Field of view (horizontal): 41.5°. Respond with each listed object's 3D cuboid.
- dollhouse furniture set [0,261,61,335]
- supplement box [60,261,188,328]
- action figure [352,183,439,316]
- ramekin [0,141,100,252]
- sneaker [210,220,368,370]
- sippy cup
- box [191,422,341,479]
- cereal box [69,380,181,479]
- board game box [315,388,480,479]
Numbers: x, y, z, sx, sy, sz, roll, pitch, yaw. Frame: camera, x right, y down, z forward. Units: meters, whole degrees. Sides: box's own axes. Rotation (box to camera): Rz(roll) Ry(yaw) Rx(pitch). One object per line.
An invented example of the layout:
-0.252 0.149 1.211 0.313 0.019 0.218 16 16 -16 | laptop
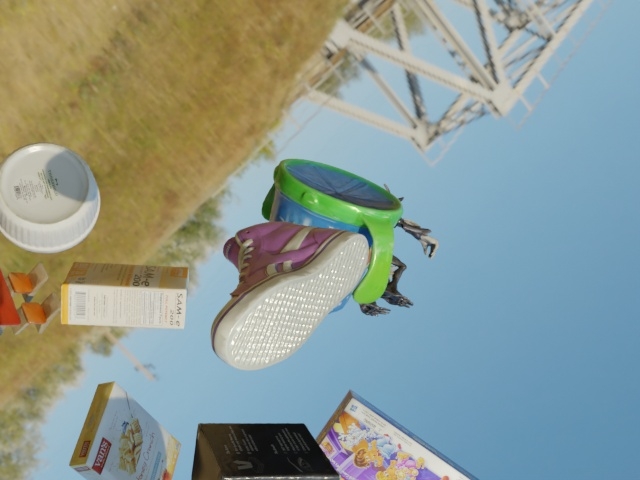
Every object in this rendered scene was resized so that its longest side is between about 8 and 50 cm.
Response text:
-0.650 0.057 1.615 0.135 0.259 0.262 -44 153 26 | dollhouse furniture set
-0.159 0.044 0.698 0.098 0.036 0.062 3 -165 -9 | supplement box
0.146 0.023 1.738 0.164 0.140 0.276 -35 -144 47 | action figure
-0.524 -0.088 1.609 0.207 0.207 0.109 -47 -179 -24 | ramekin
-0.076 0.056 1.019 0.161 0.102 0.282 15 -153 27 | sneaker
0.000 0.000 1.502 0.305 0.240 0.224 -84 -166 -72 | sippy cup
-0.077 0.314 1.114 0.156 0.158 0.093 -144 -119 -67 | box
-0.360 0.402 1.591 0.047 0.240 0.173 -12 -135 23 | cereal box
0.136 0.500 1.706 0.233 0.347 0.078 -55 -177 1 | board game box
